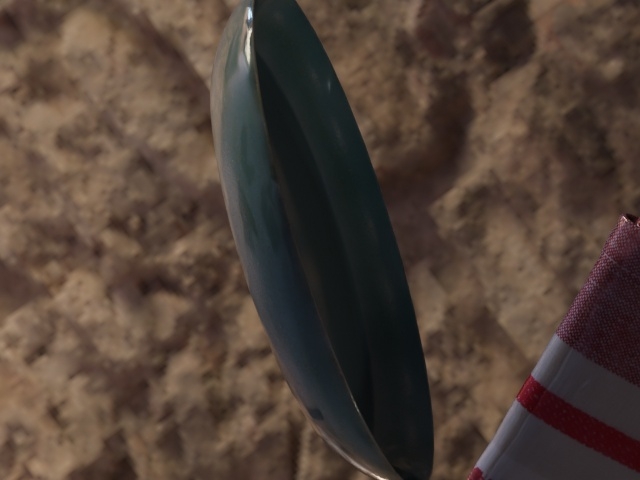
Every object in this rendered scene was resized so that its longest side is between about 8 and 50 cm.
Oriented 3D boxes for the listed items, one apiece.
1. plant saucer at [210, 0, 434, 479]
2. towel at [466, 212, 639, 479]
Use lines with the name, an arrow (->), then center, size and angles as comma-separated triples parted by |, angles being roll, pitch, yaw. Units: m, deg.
plant saucer -> 0.000, 0.000, 0.995 | 0.317, 0.044, 0.317 | -16, 90, -79
towel -> 0.150, 0.184, 0.695 | 0.237, 0.329, 0.037 | 31, 15, 9
